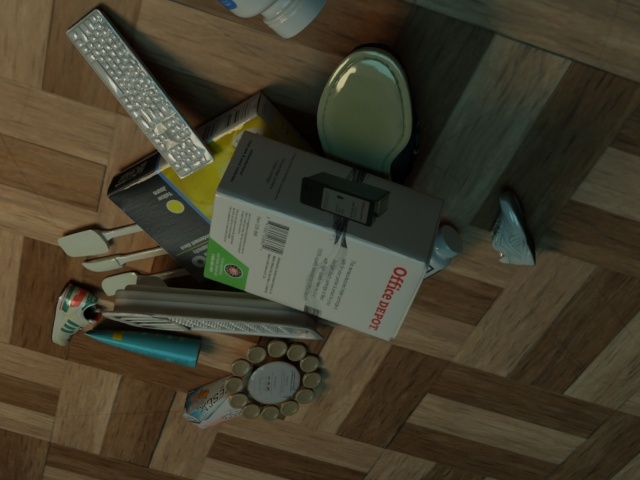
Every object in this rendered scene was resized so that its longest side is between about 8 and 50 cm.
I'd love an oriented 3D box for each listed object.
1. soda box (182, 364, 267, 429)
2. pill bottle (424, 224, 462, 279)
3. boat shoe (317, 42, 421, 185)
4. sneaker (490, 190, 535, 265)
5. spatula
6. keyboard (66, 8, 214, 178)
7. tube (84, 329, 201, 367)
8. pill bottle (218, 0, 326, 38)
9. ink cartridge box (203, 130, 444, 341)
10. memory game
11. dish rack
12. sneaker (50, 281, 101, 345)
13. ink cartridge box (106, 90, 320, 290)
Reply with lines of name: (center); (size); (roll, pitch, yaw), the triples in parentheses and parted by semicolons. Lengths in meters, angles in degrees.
soda box: (-0.179, 0.304, 1.869); (0.183, 0.058, 0.063); (-26, 127, 31)
pill bottle: (0.160, 0.024, 1.506); (0.067, 0.067, 0.120); (36, 131, -26)
boat shoe: (0.076, -0.149, 1.305); (0.127, 0.113, 0.340); (9, 142, 16)
sneaker: (0.283, -0.012, 1.457); (0.061, 0.054, 0.152); (-6, 135, 20)
spatula: (-0.301, 0.024, 1.623); (0.242, 0.019, 0.168); (-12, 132, 21)
keyboard: (-0.246, -0.197, 1.333); (0.072, 0.014, 0.256); (-27, 110, 30)
tube: (-0.324, 0.188, 1.774); (0.207, 0.052, 0.080); (12, 173, -4)
pill bottle: (-0.095, -0.339, 1.125); (0.124, 0.124, 0.221); (-31, 124, 35)
ink cartridge box: (0.000, 0.000, 1.330); (0.289, 0.122, 0.211); (20, 144, 1)
memory game: (-0.087, 0.259, 1.785); (0.186, 0.012, 0.186); (-7, 120, -12)
dish rack: (-0.163, 0.112, 1.584); (0.332, 0.072, 0.285); (4, 170, 5)
sneaker: (-0.437, 0.144, 1.745); (0.075, 0.057, 0.161); (19, 134, -2)
ink cartridge box: (-0.113, -0.044, 1.479); (0.303, 0.072, 0.307); (-26, 124, 28)
